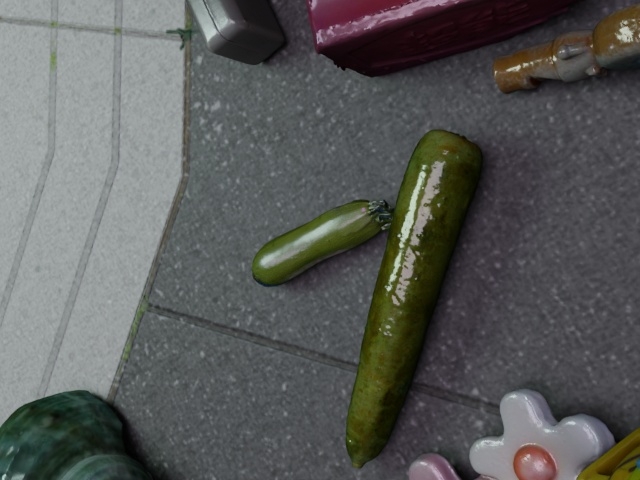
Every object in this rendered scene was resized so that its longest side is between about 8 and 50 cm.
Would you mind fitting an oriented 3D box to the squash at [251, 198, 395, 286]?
[{"bbox_3d":[0.000,0.000,0.853,0.183,0.052,0.052,-27,78,25],"label":"squash"}]

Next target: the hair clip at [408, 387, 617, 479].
[{"bbox_3d":[0.172,0.239,0.756,0.257,0.075,0.146,-42,77,24],"label":"hair clip"}]

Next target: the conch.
[{"bbox_3d":[-0.287,0.304,0.933,0.277,0.195,0.220,11,64,50],"label":"conch"}]

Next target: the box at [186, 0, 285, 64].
[{"bbox_3d":[-0.126,-0.316,0.892,0.055,0.103,0.243,-32,75,27],"label":"box"}]

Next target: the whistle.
[{"bbox_3d":[0.258,-0.175,0.708,0.220,0.107,0.057,-9,89,41],"label":"whistle"}]

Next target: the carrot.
[{"bbox_3d":[0.082,0.065,0.801,0.074,0.074,0.358,20,99,25],"label":"carrot"}]

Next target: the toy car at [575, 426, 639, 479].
[{"bbox_3d":[0.310,0.261,0.627,0.247,0.200,0.142,64,157,0],"label":"toy car"}]

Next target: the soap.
[{"bbox_3d":[0.118,-0.240,0.737,0.250,0.162,0.099,-12,84,26],"label":"soap"}]
